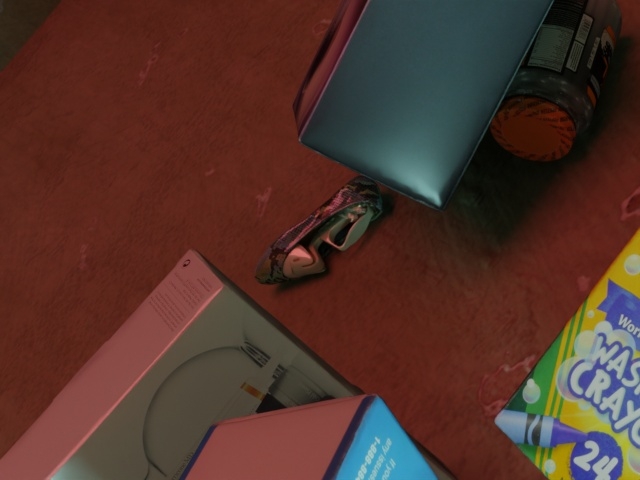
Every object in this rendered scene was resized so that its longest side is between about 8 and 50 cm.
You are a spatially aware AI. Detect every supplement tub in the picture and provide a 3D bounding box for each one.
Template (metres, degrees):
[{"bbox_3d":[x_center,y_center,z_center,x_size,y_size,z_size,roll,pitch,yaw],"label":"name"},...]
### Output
[{"bbox_3d":[0.256,-0.188,1.655,0.117,0.117,0.190,-9,49,44],"label":"supplement tub"}]

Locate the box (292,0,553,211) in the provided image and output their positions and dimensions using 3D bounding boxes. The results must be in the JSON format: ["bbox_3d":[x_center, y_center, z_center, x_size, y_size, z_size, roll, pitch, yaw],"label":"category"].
[{"bbox_3d":[0.109,-0.221,1.642,0.296,0.183,0.294,-63,8,9],"label":"box"}]

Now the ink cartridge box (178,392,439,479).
[{"bbox_3d":[0.031,0.348,1.036,0.166,0.395,0.285,-16,30,37],"label":"ink cartridge box"}]

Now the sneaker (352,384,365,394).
[{"bbox_3d":[0.018,0.206,1.579,0.057,0.047,0.119,-31,33,43],"label":"sneaker"}]

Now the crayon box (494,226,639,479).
[{"bbox_3d":[0.310,0.090,1.198,0.323,0.083,0.203,-55,51,14],"label":"crayon box"}]

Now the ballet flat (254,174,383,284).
[{"bbox_3d":[0.000,0.000,1.802,0.188,0.070,0.070,-44,32,11],"label":"ballet flat"}]

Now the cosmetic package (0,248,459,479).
[{"bbox_3d":[-0.072,0.231,1.337,0.284,0.377,0.097,-47,32,1],"label":"cosmetic package"}]
